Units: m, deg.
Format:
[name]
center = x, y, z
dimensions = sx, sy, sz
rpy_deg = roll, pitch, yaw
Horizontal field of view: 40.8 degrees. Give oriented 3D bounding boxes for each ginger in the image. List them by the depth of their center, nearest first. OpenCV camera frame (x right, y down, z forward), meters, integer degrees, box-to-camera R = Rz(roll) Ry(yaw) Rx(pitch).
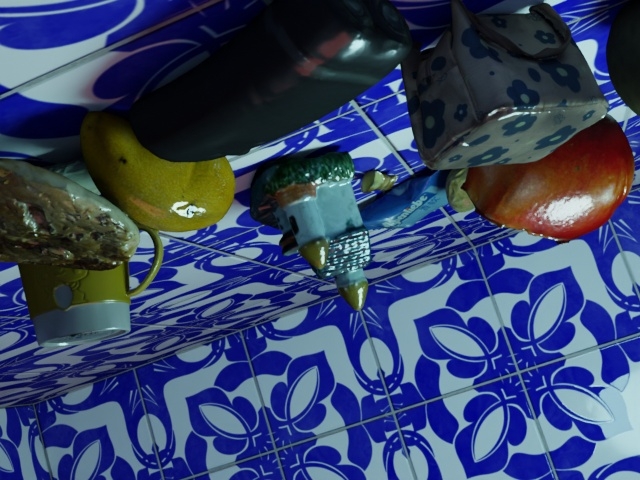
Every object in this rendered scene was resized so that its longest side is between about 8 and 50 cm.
[ginger]
center = 0.122, -0.124, 1.806
dimensions = 0.057, 0.044, 0.137
rpy_deg = -55, 160, 20

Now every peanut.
[peanut]
center = 0.330, -0.143, 1.858
dimensions = 0.093, 0.083, 0.194
rpy_deg = 20, 129, -6

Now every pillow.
[pillow]
center = -0.390, -0.076, 1.224
dimensions = 0.229, 0.051, 0.128
rpy_deg = -16, 171, -11

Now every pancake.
[pancake]
center = -0.407, -0.029, 1.111
dimensions = 0.356, 0.065, 0.356
rpy_deg = 6, 160, 2

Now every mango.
[mango]
center = -0.223, -0.091, 1.170
dimensions = 0.109, 0.157, 0.262
rpy_deg = -18, 155, 38

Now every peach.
[peach]
center = 0.442, -0.121, 1.696
dimensions = 0.338, 0.281, 0.281
rpy_deg = -30, 170, -7

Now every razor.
[razor]
center = -0.063, -0.188, 1.038
dimensions = 0.349, 0.113, 0.204
rpy_deg = -26, 168, 35

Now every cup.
[cup]
center = -0.367, 0.044, 1.383
dimensions = 0.241, 0.226, 0.185
rpy_deg = -11, 169, 4

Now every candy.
[candy]
center = 0.207, -0.087, 2.028
dimensions = 0.187, 0.077, 0.331
rpy_deg = 3, 154, -45

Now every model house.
[model house]
center = 0.000, 0.000, 1.599
dimensions = 0.184, 0.291, 0.253
rpy_deg = -19, 169, -19

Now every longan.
[longan]
center = 0.554, -0.277, 1.273
dimensions = 0.258, 0.258, 0.258
rpy_deg = -17, 169, -4

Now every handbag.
[handbag]
center = 0.240, -0.216, 1.174
dimensions = 0.251, 0.193, 0.190
rpy_deg = -7, 159, -35
